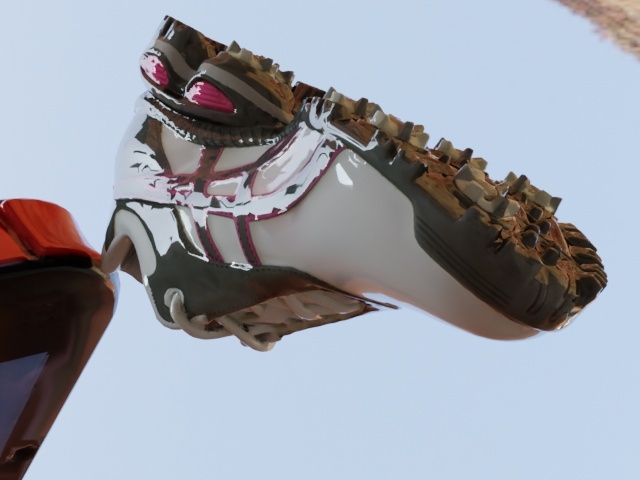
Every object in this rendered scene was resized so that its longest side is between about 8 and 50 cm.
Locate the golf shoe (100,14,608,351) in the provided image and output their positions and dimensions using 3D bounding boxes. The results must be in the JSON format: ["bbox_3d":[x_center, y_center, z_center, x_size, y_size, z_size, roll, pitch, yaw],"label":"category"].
[{"bbox_3d":[0.000,0.000,0.525,0.105,0.273,0.120,23,-86,-35],"label":"golf shoe"}]

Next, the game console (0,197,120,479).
[{"bbox_3d":[-0.293,0.132,0.657,0.342,0.386,0.060,-17,-117,-40],"label":"game console"}]
